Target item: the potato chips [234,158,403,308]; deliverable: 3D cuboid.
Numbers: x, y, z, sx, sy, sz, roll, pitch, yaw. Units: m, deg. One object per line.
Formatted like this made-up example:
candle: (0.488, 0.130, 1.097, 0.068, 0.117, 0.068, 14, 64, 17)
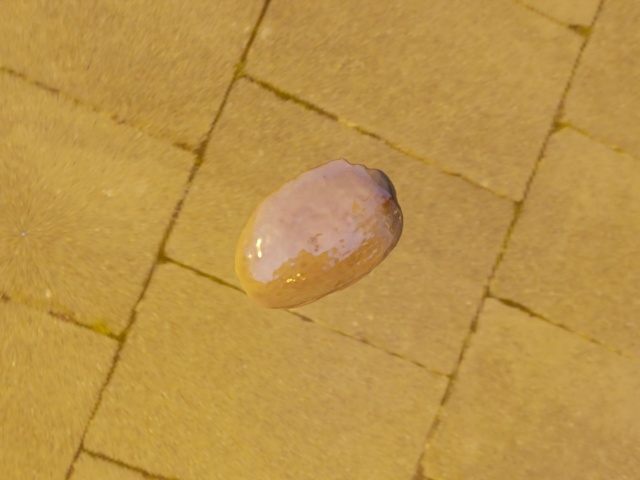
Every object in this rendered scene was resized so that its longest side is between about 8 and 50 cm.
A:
potato chips: (0.000, 0.000, 1.225, 0.201, 0.049, 0.150, -30, 121, -2)
